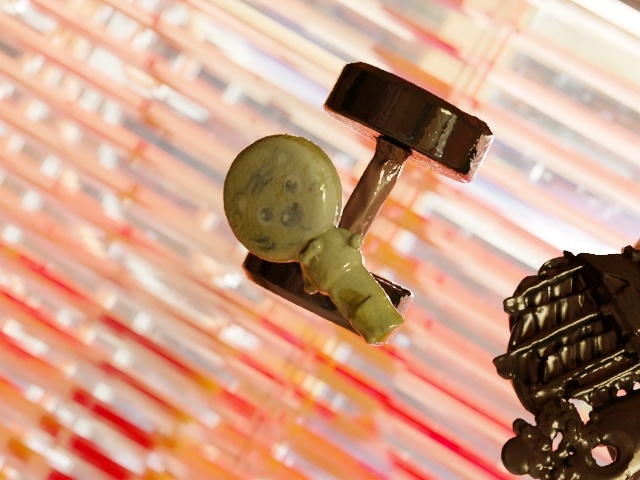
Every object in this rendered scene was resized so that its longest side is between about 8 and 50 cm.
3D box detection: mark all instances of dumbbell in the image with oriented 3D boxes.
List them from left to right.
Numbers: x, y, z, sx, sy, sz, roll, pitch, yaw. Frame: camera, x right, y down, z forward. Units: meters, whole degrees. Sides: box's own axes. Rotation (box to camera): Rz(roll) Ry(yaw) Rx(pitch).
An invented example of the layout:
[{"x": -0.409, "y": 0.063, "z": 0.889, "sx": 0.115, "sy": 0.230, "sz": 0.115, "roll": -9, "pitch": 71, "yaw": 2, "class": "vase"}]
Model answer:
[{"x": 0.041, "y": -0.034, "z": 1.655, "sx": 0.152, "sy": 0.218, "sz": 0.152, "roll": 27, "pitch": 180, "yaw": 0, "class": "dumbbell"}]

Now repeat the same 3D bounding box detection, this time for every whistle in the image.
[{"x": 0.000, "y": 0.000, "z": 1.514, "sx": 0.198, "sy": 0.104, "sz": 0.057, "roll": 50, "pitch": -152, "yaw": 14, "class": "whistle"}]

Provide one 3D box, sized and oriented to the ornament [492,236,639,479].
[{"x": 0.254, "y": 0.121, "z": 1.677, "sx": 0.106, "sy": 0.260, "sz": 0.251, "roll": 113, "pitch": 135, "yaw": -66, "class": "ornament"}]
